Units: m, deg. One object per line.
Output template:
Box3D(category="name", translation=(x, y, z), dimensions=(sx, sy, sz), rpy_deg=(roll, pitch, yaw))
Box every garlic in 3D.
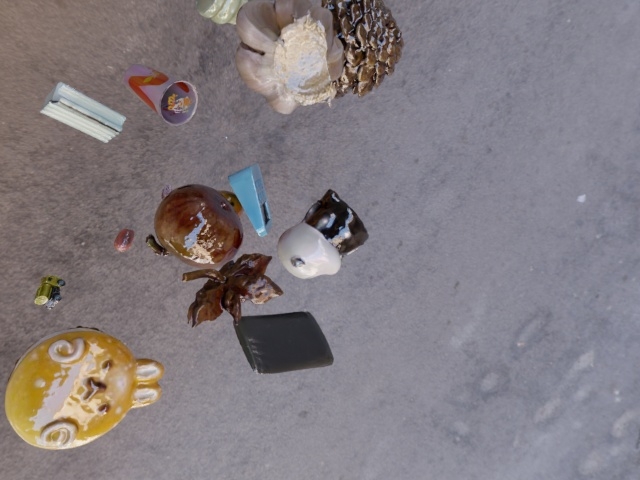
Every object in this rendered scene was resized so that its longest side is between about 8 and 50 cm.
Box3D(category="garlic", translation=(-0.033, -0.246, 0.493), dimensions=(0.127, 0.194, 0.131), rpy_deg=(-13, 138, 24))

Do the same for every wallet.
Box3D(category="wallet", translation=(-0.092, 0.253, 1.007), dimensions=(0.245, 0.168, 0.052), rpy_deg=(6, 129, -41))

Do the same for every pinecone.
Box3D(category="pinecone", translation=(0.047, -0.349, 0.744), dimensions=(0.184, 0.205, 0.179), rpy_deg=(31, 60, -33))

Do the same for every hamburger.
Box3D(category="hamburger", translation=(-0.535, 0.335, 0.927), dimensions=(0.303, 0.186, 0.260), rpy_deg=(23, 68, -36))

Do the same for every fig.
Box3D(category="fig", translation=(-0.318, -0.034, 1.055), dimensions=(0.235, 0.235, 0.214), rpy_deg=(22, 119, -17))

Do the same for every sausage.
Box3D(category="sausage", translation=(-0.740, -0.002, 1.523), dimensions=(0.054, 0.094, 0.059), rpy_deg=(-16, 139, 33))

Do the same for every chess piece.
Box3D(category="chess piece", translation=(-0.207, -0.636, 1.131), dimensions=(0.243, 0.133, 0.133), rpy_deg=(12, 102, -44))

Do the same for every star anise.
Box3D(category="star anise", translation=(-0.175, 0.091, 0.781), dimensions=(0.196, 0.212, 0.111), rpy_deg=(-15, 95, -5))

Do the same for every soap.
Box3D(category="soap", translation=(-0.920, -0.493, 1.580), dimensions=(0.262, 0.150, 0.094), rpy_deg=(25, 65, -45))

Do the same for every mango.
Box3D(category="mango", translation=(-0.386, -0.118, 1.567), dimensions=(0.176, 0.254, 0.139), rpy_deg=(-8, 90, -9))

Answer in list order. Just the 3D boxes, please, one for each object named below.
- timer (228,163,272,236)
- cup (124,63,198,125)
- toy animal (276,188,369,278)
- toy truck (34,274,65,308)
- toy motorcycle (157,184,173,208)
Box3D(category="timer", translation=(-0.233, -0.150, 1.495), dimensions=(0.092, 0.232, 0.249), rpy_deg=(-23, 104, 3))
Box3D(category="cup", translation=(-0.700, -0.644, 1.738), dimensions=(0.289, 0.203, 0.203), rpy_deg=(33, 96, 22))
Box3D(category="toy animal", translation=(0.004, 0.007, 1.236), dimensions=(0.266, 0.212, 0.212), rpy_deg=(-47, 109, -7))
Box3D(category="toy truck", translation=(-0.732, 0.136, 1.090), dimensions=(0.049, 0.083, 0.054), rpy_deg=(-38, 133, 20))
Box3D(category="toy motorcycle", translation=(-0.710, -0.155, 1.858), dimensions=(0.082, 0.122, 0.213), rpy_deg=(2, 88, -20))
